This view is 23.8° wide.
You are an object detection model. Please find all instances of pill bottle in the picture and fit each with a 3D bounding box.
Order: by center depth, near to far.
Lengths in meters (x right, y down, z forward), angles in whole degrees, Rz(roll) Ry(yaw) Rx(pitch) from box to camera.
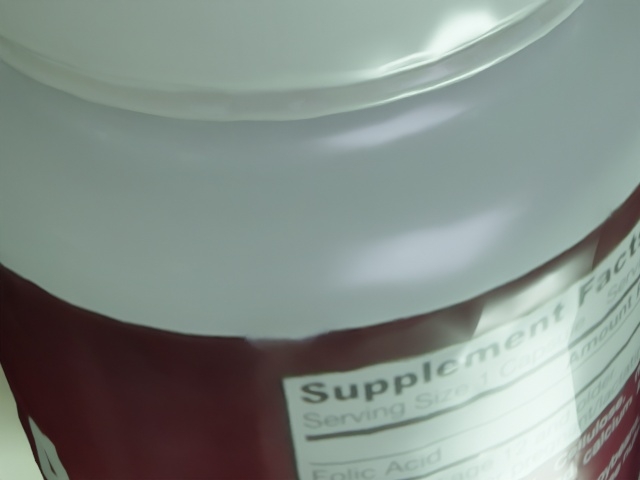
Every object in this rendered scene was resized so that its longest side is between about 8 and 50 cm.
[{"bbox_3d":[0.000,0.000,0.500,0.224,0.224,0.392,-27,138,-19],"label":"pill bottle"}]
